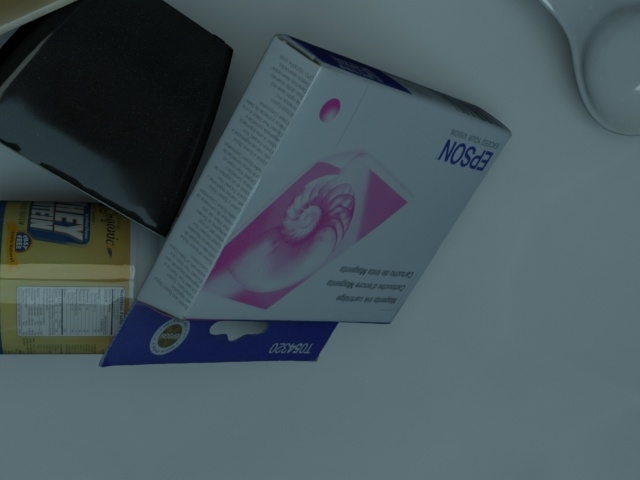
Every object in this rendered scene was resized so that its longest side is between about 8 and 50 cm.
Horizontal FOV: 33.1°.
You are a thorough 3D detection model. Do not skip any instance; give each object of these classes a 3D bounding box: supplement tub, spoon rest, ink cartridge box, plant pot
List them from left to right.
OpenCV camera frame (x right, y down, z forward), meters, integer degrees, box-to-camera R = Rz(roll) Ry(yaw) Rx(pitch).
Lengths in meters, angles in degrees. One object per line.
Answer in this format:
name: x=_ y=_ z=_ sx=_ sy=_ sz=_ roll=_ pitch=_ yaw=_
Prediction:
supplement tub: x=-0.225 y=0.035 z=1.013 sx=0.200 sy=0.144 sz=0.144 roll=1 pitch=114 yaw=-12
plant pot: x=-0.181 y=-0.137 z=0.933 sx=0.187 sy=0.188 sz=0.167 roll=32 pitch=93 yaw=-22
ink cartridge box: x=0.000 y=0.000 z=0.989 sx=0.324 sy=0.071 sz=0.330 roll=6 pitch=118 yaw=-54
spoon rest: x=0.265 y=-0.202 z=1.033 sx=0.276 sy=0.084 sz=0.137 roll=32 pitch=105 yaw=-21

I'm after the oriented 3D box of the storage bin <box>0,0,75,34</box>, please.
storage bin: x=-0.332 y=-0.265 z=0.784 sx=0.262 sy=0.123 sz=0.260 roll=-23 pitch=138 yaw=7
